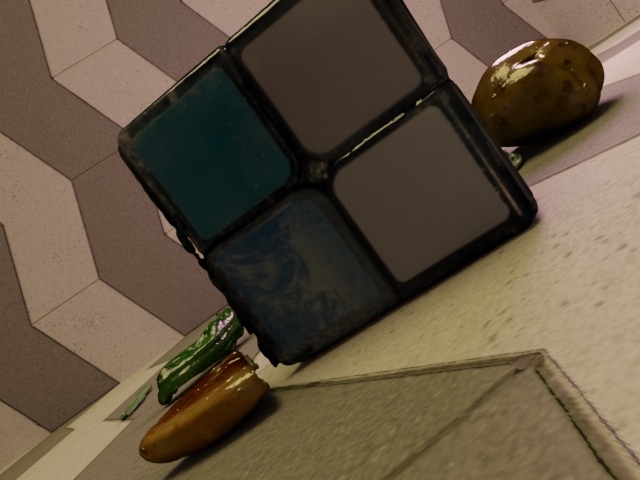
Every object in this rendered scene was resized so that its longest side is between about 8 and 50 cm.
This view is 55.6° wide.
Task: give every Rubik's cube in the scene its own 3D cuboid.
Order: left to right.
[{"bbox_3d":[0.023,-0.099,0.716,0.318,0.316,0.313,-32,6,18],"label":"Rubik's cube"}]

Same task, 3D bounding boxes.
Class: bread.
[{"bbox_3d":[-0.090,0.154,0.591,0.136,0.054,0.154,-35,7,46],"label":"bread"}]

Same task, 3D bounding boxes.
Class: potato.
[{"bbox_3d":[0.356,-0.245,1.043,0.195,0.176,0.369,-63,-5,7],"label":"potato"}]

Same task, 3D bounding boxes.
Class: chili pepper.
[{"bbox_3d":[-0.220,0.207,1.147,0.100,0.074,0.257,-33,4,42],"label":"chili pepper"}]

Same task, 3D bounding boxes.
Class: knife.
[{"bbox_3d":[-0.434,0.378,1.449,0.043,0.020,0.293,-34,3,-2],"label":"knife"}]

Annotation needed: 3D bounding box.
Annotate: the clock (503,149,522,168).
[{"bbox_3d":[0.217,-0.083,0.993,0.236,0.053,0.236,-34,2,1],"label":"clock"}]
